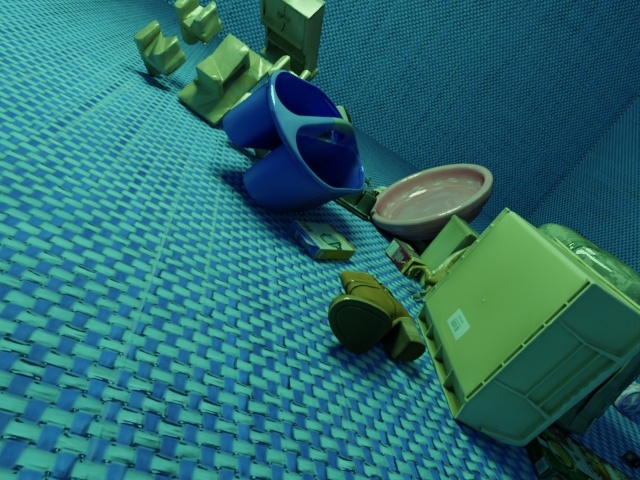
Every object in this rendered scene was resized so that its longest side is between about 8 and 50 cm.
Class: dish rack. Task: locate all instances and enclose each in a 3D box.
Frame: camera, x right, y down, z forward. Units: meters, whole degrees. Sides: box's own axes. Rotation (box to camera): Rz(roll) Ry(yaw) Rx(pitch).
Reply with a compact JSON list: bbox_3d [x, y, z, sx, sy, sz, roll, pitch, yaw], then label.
[{"bbox_3d":[0.061,-0.176,1.255,0.208,0.074,0.272,33,18,-11],"label":"dish rack"}]

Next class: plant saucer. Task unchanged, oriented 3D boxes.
[{"bbox_3d":[0.300,-0.100,1.193,0.332,0.331,0.084,-92,161,-66],"label":"plant saucer"}]

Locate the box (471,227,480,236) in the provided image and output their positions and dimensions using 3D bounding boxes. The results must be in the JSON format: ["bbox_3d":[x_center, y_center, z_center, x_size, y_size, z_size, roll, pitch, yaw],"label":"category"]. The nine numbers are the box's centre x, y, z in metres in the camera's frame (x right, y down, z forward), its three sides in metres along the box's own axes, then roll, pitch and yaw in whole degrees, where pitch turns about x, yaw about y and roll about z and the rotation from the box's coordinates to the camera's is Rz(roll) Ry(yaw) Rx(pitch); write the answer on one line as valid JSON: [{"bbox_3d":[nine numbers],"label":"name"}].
[{"bbox_3d":[0.608,0.011,1.744,0.322,0.059,0.232,47,22,25],"label":"box"}]

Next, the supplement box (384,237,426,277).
[{"bbox_3d":[0.195,0.040,1.017,0.054,0.043,0.083,18,27,-39],"label":"supplement box"}]

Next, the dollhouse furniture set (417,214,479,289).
[{"bbox_3d":[0.368,0.080,1.032,0.242,0.161,0.212,30,20,-16],"label":"dollhouse furniture set"}]

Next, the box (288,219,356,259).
[{"bbox_3d":[0.000,0.000,0.816,0.136,0.028,0.081,3,38,-53],"label":"box"}]

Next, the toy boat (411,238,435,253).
[{"bbox_3d":[0.341,-0.045,1.289,0.150,0.151,0.231,28,21,-22],"label":"toy boat"}]

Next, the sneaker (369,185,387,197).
[{"bbox_3d":[0.188,-0.148,1.411,0.075,0.057,0.161,34,22,-21],"label":"sneaker"}]

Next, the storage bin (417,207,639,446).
[{"bbox_3d":[0.291,0.119,0.672,0.123,0.260,0.262,31,20,-14],"label":"storage bin"}]

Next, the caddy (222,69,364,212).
[{"bbox_3d":[-0.024,-0.190,0.863,0.341,0.179,0.242,-13,81,-64],"label":"caddy"}]

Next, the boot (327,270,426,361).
[{"bbox_3d":[0.059,0.091,0.645,0.197,0.073,0.152,36,17,-39],"label":"boot"}]

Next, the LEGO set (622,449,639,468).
[{"bbox_3d":[0.652,0.492,0.771,0.244,0.060,0.182,44,9,17],"label":"LEGO set"}]

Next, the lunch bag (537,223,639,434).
[{"bbox_3d":[0.461,0.162,0.806,0.212,0.305,0.256,25,19,-20],"label":"lunch bag"}]

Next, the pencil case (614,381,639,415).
[{"bbox_3d":[0.779,0.365,1.170,0.086,0.088,0.206,33,19,-15],"label":"pencil case"}]

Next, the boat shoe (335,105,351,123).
[{"bbox_3d":[-0.063,-0.312,1.323,0.340,0.158,0.127,-23,96,-42],"label":"boat shoe"}]

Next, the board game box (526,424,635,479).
[{"bbox_3d":[0.418,0.367,0.664,0.259,0.030,0.136,34,22,-4],"label":"board game box"}]

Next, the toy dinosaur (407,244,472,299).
[{"bbox_3d":[0.244,0.076,0.912,0.112,0.212,0.064,22,-28,20],"label":"toy dinosaur"}]

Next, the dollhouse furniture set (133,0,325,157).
[{"bbox_3d":[-0.180,-0.441,1.137,0.362,0.394,0.256,37,-17,7],"label":"dollhouse furniture set"}]
